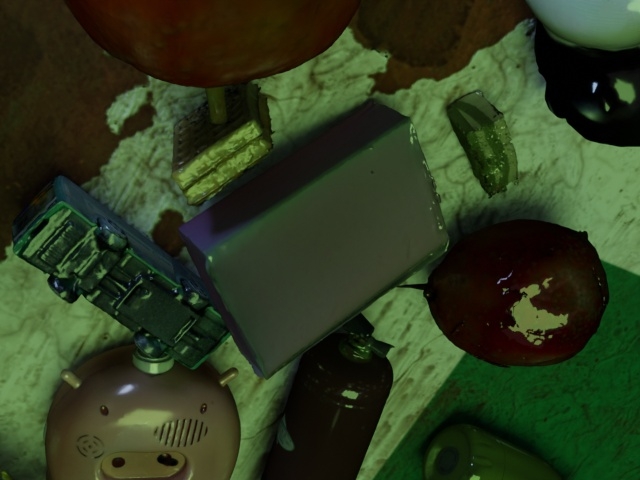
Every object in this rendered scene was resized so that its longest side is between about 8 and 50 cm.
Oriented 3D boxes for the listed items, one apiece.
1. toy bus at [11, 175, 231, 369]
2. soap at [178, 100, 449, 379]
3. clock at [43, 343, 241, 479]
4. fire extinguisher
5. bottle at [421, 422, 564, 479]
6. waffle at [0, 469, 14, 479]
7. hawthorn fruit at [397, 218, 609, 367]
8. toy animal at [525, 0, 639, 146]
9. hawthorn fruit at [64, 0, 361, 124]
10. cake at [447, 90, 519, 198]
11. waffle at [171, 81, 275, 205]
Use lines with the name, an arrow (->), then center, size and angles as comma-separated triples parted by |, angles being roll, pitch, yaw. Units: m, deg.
toy bus -> -0.201, 0.037, 1.113 | 0.091, 0.109, 0.261 | -43, 126, 6
soap -> -0.001, -0.001, 1.111 | 0.259, 0.081, 0.181 | -35, 127, -15
clock -> -0.200, 0.230, 1.229 | 0.227, 0.142, 0.241 | 2, 119, -17
fire extinguisher -> 0.003, 0.213, 1.294 | 0.135, 0.114, 0.337 | 30, 121, 18
bottle -> 0.260, 0.334, 1.442 | 0.260, 0.112, 0.112 | 28, 112, -30
waffle -> -0.408, 0.363, 1.253 | 0.262, 0.060, 0.280 | -27, 109, 36
hawthorn fruit -> 0.202, 0.063, 1.214 | 0.235, 0.181, 0.181 | -4, 125, 2
toy animal -> 0.298, -0.232, 1.012 | 0.212, 0.212, 0.267 | -23, 133, 1
hawthorn fruit -> -0.087, -0.235, 0.872 | 0.287, 0.287, 0.330 | -7, 131, -11
cake -> 0.187, -0.094, 1.169 | 0.051, 0.055, 0.140 | -33, 128, 0
waffle -> -0.095, -0.099, 1.028 | 0.102, 0.148, 0.042 | -35, 114, 11
